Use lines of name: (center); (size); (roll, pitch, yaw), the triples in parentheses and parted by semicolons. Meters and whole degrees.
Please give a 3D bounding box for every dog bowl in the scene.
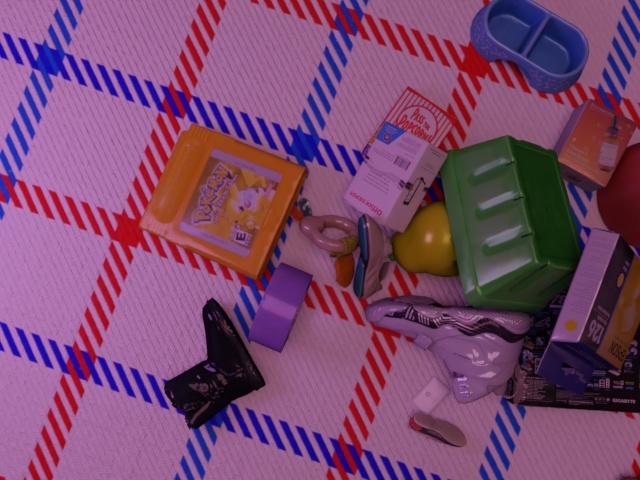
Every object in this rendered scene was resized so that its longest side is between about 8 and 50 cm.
dog bowl: (0.509, -0.480, 1.510); (0.297, 0.074, 0.166); (32, 86, 2)

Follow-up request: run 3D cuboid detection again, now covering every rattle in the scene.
rattle: (0.000, 0.000, 1.495); (0.199, 0.143, 0.130); (20, 53, 17)

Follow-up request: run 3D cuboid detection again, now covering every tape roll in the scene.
tape roll: (-0.088, 0.149, 1.402); (0.080, 0.189, 0.189); (23, 86, 3)

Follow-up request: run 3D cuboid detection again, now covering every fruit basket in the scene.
fruit basket: (0.350, -0.014, 1.400); (0.282, 0.392, 0.392); (9, 84, -32)

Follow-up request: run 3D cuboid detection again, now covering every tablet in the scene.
tablet: (0.259, 0.366, 1.473); (0.054, 0.006, 0.083); (43, 86, 4)

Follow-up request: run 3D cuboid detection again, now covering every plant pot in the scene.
plant pot: (0.800, -0.116, 1.393); (0.274, 0.243, 0.275); (0, 86, 0)

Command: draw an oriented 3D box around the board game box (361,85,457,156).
board game box: (0.213, -0.248, 1.506); (0.146, 0.045, 0.194); (34, 86, 3)

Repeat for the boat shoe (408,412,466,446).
boat shoe: (0.270, 0.443, 1.449); (0.137, 0.049, 0.043); (24, 128, 0)

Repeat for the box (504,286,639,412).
box: (0.585, 0.237, 1.449); (0.295, 0.073, 0.294); (3, 84, 1)

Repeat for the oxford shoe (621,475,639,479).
oxford shoe: (0.788, 0.552, 1.434); (0.212, 0.076, 0.076); (3, 55, 3)

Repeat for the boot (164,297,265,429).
boot: (-0.270, 0.284, 1.438); (0.207, 0.094, 0.247); (-29, 92, -6)

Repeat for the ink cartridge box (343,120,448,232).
ink cartridge box: (0.164, -0.141, 1.403); (0.148, 0.085, 0.203); (39, 105, 43)

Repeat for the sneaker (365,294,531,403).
sneaker: (0.276, 0.244, 1.414); (0.365, 0.137, 0.210); (4, 97, 14)

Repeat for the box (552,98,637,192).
box: (0.634, -0.221, 1.478); (0.130, 0.091, 0.171); (28, 86, 3)

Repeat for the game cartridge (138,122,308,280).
game cartridge: (-0.229, -0.096, 1.469); (0.323, 0.053, 0.285); (22, 86, 10)

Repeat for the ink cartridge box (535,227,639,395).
ink cartridge box: (0.576, 0.167, 1.290); (0.072, 0.303, 0.307); (16, 82, 42)

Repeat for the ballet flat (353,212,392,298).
ballet flat: (0.121, 0.033, 1.406); (0.086, 0.249, 0.086); (1, 46, -1)
